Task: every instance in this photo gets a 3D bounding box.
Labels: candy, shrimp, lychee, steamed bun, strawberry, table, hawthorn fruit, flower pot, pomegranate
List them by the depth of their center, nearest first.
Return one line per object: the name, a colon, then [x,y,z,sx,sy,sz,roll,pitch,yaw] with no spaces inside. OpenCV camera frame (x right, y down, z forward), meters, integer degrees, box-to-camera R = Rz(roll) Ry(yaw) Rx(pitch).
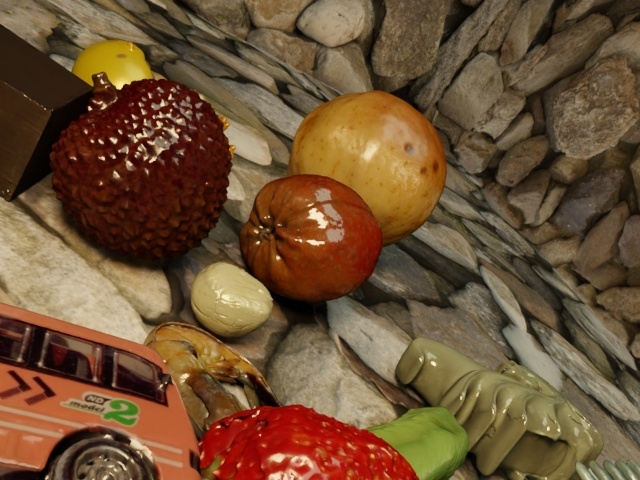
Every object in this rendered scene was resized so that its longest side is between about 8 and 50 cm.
strawberry: [-0.012,0.290,0.578,0.277,0.257,0.257,16,32,-33]
shrimp: [-0.121,0.218,0.806,0.289,0.075,0.178,37,17,29]
candy: [0.092,0.315,0.841,0.132,0.142,0.343,41,21,29]
table: [-0.481,-0.205,0.899,0.193,0.169,0.172,33,24,-11]
lychee: [-0.272,-0.115,0.929,0.276,0.275,0.304,-83,151,-63]
steamed bun: [-0.145,0.101,0.933,0.130,0.091,0.112,31,20,-11]
hawthorn fruit: [-0.016,-0.006,1.127,0.262,0.258,0.258,-24,64,-41]
flower pot: [0.332,0.326,1.135,0.367,0.164,0.254,22,18,-26]
pomegranate: [0.090,-0.136,1.389,0.410,0.410,0.410,32,25,-17]

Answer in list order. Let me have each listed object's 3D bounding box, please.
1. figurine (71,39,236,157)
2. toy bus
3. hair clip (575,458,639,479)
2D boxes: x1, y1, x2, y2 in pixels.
figurine: [-0.333,-0.265,1.215,0.343,0.187,0.215,25,18,-41]
toy bus: [-0.320,0.154,0.461,0.427,0.203,0.233,23,23,-27]
hair clip: [0.411,0.475,0.900,0.318,0.238,0.392,20,29,-42]
